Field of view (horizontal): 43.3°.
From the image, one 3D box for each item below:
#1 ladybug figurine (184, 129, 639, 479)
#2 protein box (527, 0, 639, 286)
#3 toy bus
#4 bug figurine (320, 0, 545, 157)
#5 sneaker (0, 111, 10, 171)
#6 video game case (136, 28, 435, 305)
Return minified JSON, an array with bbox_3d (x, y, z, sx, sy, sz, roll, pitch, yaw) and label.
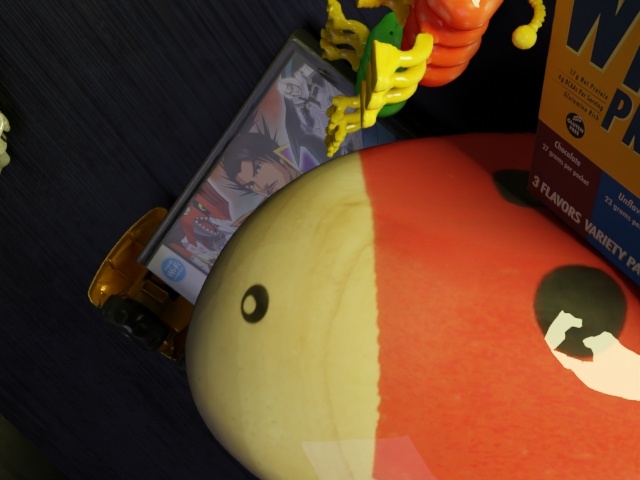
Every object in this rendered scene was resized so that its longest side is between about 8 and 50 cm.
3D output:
[{"bbox_3d":[0.146,0.039,0.483,0.450,0.305,0.161,1,124,-7],"label":"ladybug figurine"},{"bbox_3d":[0.218,-0.093,0.334,0.136,0.201,0.199,51,158,39],"label":"protein box"},{"bbox_3d":[-0.155,0.093,0.978,0.220,0.149,0.211,35,159,-1],"label":"toy bus"},{"bbox_3d":[0.047,-0.177,0.443,0.072,0.278,0.216,2,163,-9],"label":"bug figurine"},{"bbox_3d":[-0.426,-0.161,0.956,0.118,0.110,0.292,31,154,-4],"label":"sneaker"},{"bbox_3d":[0.000,0.000,0.714,0.248,0.035,0.275,39,119,-2],"label":"video game case"}]
